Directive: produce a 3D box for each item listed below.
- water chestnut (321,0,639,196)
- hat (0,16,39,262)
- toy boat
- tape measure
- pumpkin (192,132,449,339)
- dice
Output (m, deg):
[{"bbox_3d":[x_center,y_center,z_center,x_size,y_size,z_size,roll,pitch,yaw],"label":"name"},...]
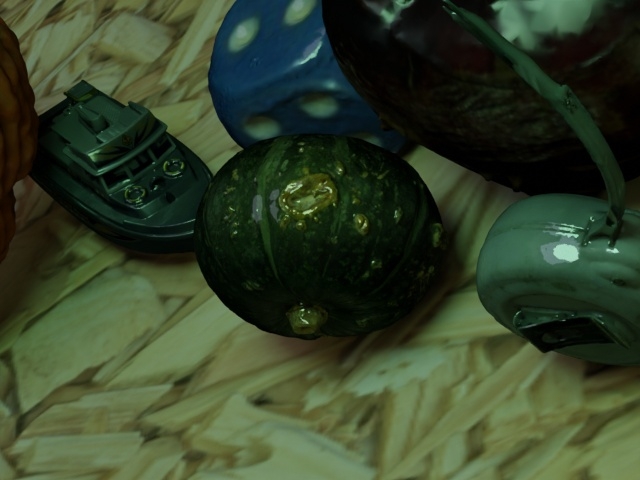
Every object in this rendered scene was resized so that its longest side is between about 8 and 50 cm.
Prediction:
[{"bbox_3d":[0.147,-0.200,1.054,0.335,0.347,0.335,-14,62,29],"label":"water chestnut"},{"bbox_3d":[-0.370,-0.015,1.408,0.285,0.400,0.285,-12,27,6],"label":"hat"},{"bbox_3d":[-0.187,-0.068,1.425,0.114,0.122,0.296,-37,40,-19],"label":"toy boat"},{"bbox_3d":[0.129,-0.011,0.934,0.164,0.330,0.084,-10,54,41],"label":"tape measure"},{"bbox_3d":[-0.001,0.000,1.159,0.190,0.190,0.146,-31,48,23],"label":"pumpkin"},{"bbox_3d":[0.000,-0.145,1.288,0.146,0.146,0.143,-15,51,36],"label":"dice"}]
